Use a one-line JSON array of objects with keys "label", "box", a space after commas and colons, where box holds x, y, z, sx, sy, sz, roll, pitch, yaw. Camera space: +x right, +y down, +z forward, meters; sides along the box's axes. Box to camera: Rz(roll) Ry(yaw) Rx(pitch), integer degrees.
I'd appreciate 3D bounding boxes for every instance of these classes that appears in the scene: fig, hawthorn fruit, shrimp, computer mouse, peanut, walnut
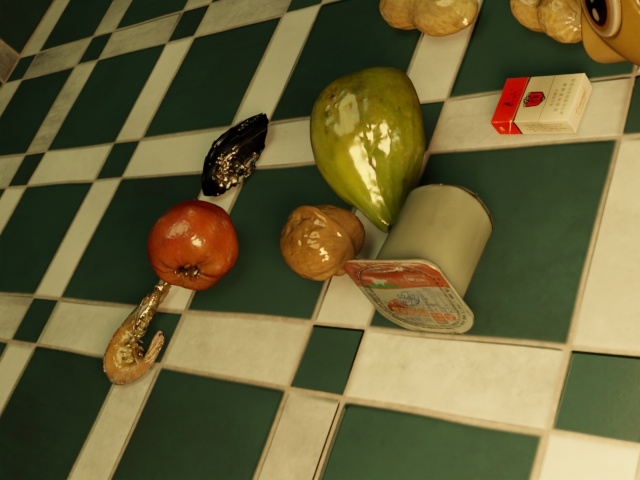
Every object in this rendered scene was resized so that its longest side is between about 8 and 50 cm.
[{"label": "fig", "box": [0.086, -0.169, 1.510, 0.233, 0.233, 0.314, -21, 42, 28]}, {"label": "hawthorn fruit", "box": [-0.268, -0.010, 1.734, 0.196, 0.196, 0.226, -28, 38, 23]}, {"label": "shrimp", "box": [-0.378, 0.199, 1.776, 0.143, 0.052, 0.251, 24, 84, 38]}, {"label": "computer mouse", "box": [-0.206, -0.205, 1.913, 0.146, 0.077, 0.242, 29, 80, 47]}, {"label": "peanut", "box": [0.225, -0.490, 1.735, 0.263, 0.101, 0.117, 34, 104, 49]}, {"label": "walnut", "box": [0.000, 0.000, 1.522, 0.166, 0.149, 0.166, -23, 20, 9]}, {"label": "peanut", "box": [0.421, -0.421, 1.518, 0.089, 0.089, 0.193, -50, 41, -1]}]

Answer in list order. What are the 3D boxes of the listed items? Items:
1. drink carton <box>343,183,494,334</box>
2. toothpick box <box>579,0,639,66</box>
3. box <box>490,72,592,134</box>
[{"label": "drink carton", "box": [0.174, 0.026, 1.329, 0.185, 0.191, 0.190, -7, 45, 41]}, {"label": "toothpick box", "box": [0.565, -0.416, 1.138, 0.425, 0.409, 0.409, 15, 70, 56]}, {"label": "box", "box": [0.384, -0.237, 1.439, 0.152, 0.048, 0.100, 7, 63, 42]}]
